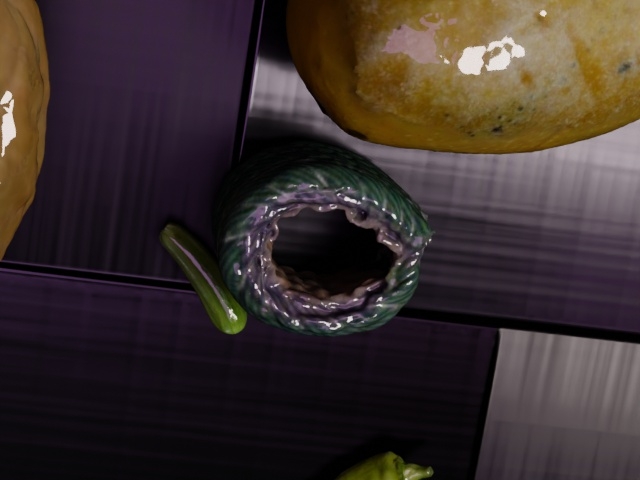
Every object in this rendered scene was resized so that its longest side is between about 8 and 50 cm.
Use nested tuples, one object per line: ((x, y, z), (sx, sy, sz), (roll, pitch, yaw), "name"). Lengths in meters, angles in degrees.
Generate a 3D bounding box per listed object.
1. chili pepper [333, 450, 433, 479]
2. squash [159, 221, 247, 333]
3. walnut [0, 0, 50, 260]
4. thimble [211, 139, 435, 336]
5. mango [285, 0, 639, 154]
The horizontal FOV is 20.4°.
((-0.008, 0.217, 1.248), (0.049, 0.043, 0.208), (32, 106, -40), "chili pepper")
((-0.077, 0.024, 1.190), (0.027, 0.027, 0.089), (-31, 103, 2), "squash")
((-0.269, -0.076, 1.038), (0.224, 0.257, 0.257), (1, 108, -41), "walnut")
((-0.003, 0.001, 1.159), (0.135, 0.090, 0.118), (19, 105, -14), "thimble")
((0.138, -0.151, 1.105), (0.329, 0.176, 0.176), (-6, 140, -25), "mango")
